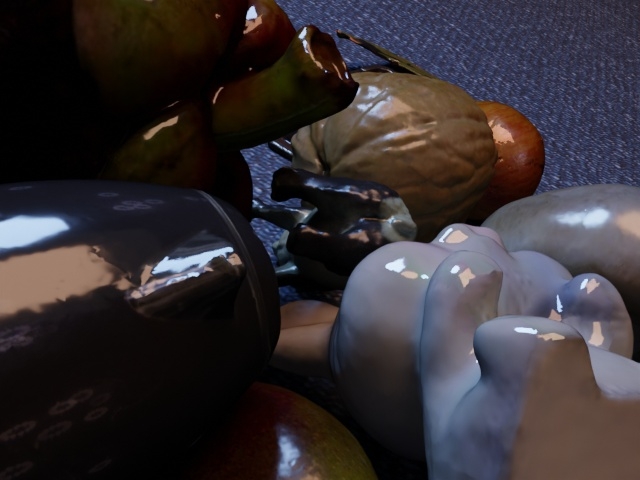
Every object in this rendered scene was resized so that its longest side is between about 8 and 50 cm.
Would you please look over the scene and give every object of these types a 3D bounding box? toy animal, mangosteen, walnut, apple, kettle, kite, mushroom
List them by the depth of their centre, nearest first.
[{"bbox_3d":[-0.169,0.065,0.593,0.290,0.268,0.207,-22,87,-27],"label":"kettle"},{"bbox_3d":[0.092,0.114,0.715,0.196,0.241,0.367,10,14,-30],"label":"toy animal"},{"bbox_3d":[-0.202,-0.132,0.766,0.434,0.382,0.382,11,29,-10],"label":"mangosteen"},{"bbox_3d":[0.234,0.075,0.878,0.243,0.244,0.243,14,29,-8],"label":"mushroom"},{"bbox_3d":[0.000,0.000,0.886,0.121,0.225,0.094,10,73,-19],"label":"toy animal"},{"bbox_3d":[0.078,-0.077,1.029,0.213,0.213,0.213,14,29,-8],"label":"walnut"},{"bbox_3d":[0.192,-0.092,1.182,0.146,0.147,0.146,14,29,-8],"label":"apple"},{"bbox_3d":[0.164,-0.224,1.450,0.327,0.013,0.377,26,13,-6],"label":"kite"}]

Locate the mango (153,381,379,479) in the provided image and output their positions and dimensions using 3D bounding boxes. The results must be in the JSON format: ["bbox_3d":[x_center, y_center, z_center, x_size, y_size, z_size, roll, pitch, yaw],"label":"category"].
[{"bbox_3d":[-0.025,0.168,0.616,0.133,0.111,0.267,-24,44,-22],"label":"mango"}]

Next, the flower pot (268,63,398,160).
[{"bbox_3d":[0.059,-0.151,1.260,0.178,0.084,0.251,31,32,23],"label":"flower pot"}]
